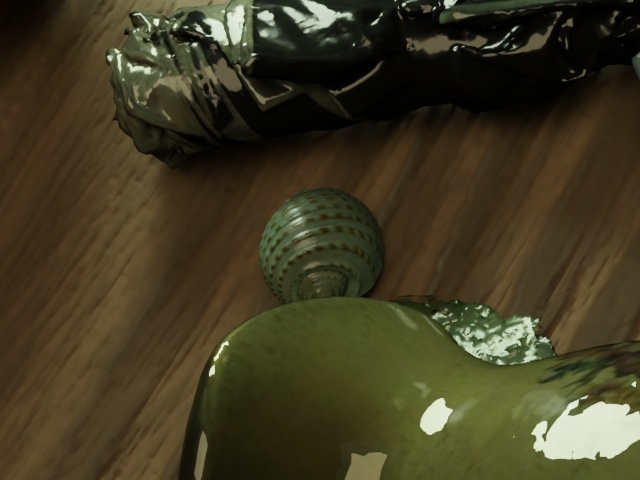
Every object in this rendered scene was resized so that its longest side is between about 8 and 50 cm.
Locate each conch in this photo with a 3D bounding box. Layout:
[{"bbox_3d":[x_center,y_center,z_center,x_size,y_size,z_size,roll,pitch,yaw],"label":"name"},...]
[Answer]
[{"bbox_3d":[0.000,-0.001,0.843,0.076,0.056,0.085,-11,69,-3],"label":"conch"}]

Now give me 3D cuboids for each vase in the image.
[{"bbox_3d":[0.130,0.137,0.633,0.302,0.329,0.240,17,107,27],"label":"vase"}]

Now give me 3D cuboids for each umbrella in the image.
[{"bbox_3d":[0.050,-0.124,0.846,0.358,0.106,0.113,-8,54,11],"label":"umbrella"}]

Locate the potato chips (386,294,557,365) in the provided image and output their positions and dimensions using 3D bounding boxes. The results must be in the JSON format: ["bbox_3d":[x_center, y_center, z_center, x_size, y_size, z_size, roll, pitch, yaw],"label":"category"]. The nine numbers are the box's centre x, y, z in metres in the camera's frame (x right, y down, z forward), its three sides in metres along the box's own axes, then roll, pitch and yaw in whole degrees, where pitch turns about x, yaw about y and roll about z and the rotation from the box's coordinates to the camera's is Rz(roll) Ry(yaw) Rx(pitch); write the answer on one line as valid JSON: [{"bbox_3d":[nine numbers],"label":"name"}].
[{"bbox_3d":[0.021,0.124,0.792,0.167,0.059,0.228,22,78,11],"label":"potato chips"}]

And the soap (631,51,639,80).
[{"bbox_3d":[0.312,0.020,0.734,0.159,0.257,0.302,-27,33,5],"label":"soap"}]
